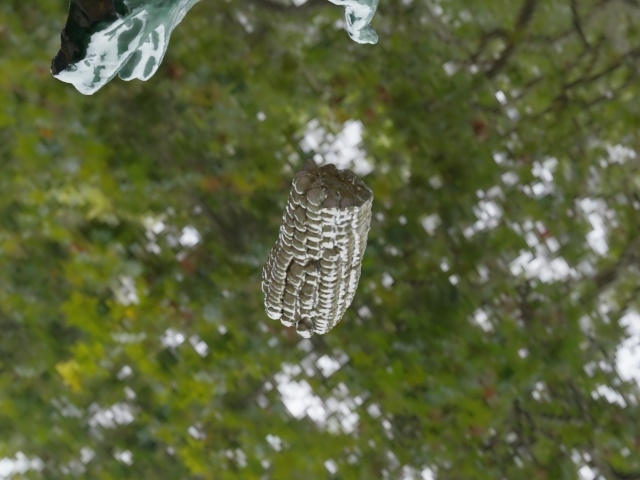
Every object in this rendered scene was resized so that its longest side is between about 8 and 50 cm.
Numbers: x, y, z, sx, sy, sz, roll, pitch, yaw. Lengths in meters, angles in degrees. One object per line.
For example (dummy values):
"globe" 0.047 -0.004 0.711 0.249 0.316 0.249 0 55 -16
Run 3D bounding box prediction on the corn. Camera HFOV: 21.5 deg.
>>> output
"corn" 0.000 0.000 1.453 0.087 0.211 0.087 6 -128 -8

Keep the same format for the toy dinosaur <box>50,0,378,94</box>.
"toy dinosaur" 0.084 -0.135 0.607 0.383 0.076 0.129 -24 176 14
